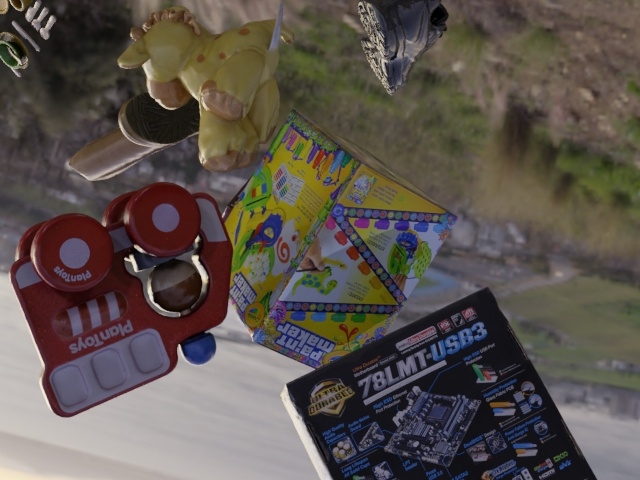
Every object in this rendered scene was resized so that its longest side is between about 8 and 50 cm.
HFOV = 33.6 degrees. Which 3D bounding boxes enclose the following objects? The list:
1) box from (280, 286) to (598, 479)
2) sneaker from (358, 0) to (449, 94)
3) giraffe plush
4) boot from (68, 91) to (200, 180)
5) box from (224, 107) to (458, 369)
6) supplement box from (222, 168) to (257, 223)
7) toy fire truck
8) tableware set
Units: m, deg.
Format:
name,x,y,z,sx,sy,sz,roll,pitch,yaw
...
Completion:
name,x,y,z,sx,sy,sz,roll,pitch,yaw
box,0.145,0.247,1.286,0.295,0.293,0.073,-25,165,-16
sneaker,0.135,-0.313,1.640,0.130,0.109,0.286,-28,172,-2
giraffe plush,-0.143,-0.201,1.260,0.170,0.210,0.181,17,-165,11
boot,-0.336,-0.167,1.827,0.269,0.089,0.236,-19,175,34
box,0.000,0.000,1.525,0.177,0.279,0.290,27,-170,-28
supplement box,-0.112,-0.057,1.844,0.073,0.239,0.130,34,129,0
toy fire truck,-0.253,0.069,1.411,0.302,0.254,0.169,-21,-174,-24
tableware set,-0.367,-0.253,1.225,0.104,0.024,0.154,49,143,-7
